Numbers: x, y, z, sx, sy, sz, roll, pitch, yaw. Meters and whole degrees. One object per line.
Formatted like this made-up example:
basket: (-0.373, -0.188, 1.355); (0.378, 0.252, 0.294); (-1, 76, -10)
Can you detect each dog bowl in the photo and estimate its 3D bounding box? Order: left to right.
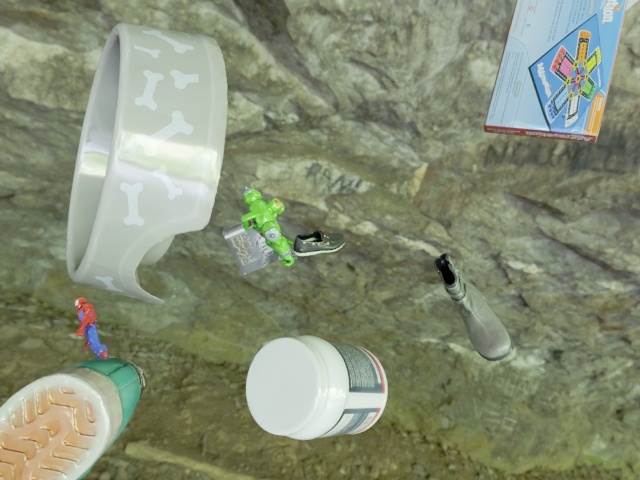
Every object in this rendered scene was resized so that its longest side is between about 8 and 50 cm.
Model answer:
dog bowl: (-0.233, -0.096, 0.566); (0.102, 0.349, 0.348); (9, 1, -35)

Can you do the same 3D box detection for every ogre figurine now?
ogre figurine: (-0.120, -0.041, 1.007); (0.096, 0.197, 0.118); (-13, -22, 4)

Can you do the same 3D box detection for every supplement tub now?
supplement tub: (0.001, 0.295, 0.917); (0.191, 0.191, 0.272); (15, -8, 36)

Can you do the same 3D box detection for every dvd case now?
dvd case: (-0.201, 0.013, 1.436); (0.221, 0.164, 0.018); (78, -15, -50)

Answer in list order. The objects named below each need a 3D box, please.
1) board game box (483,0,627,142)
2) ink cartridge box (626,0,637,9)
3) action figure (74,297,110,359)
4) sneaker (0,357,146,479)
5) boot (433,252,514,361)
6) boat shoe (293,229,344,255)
board game box: (0.339, -0.279, 0.643); (0.144, 0.282, 0.027); (13, -9, 27)
ink cartridge box: (0.724, -0.731, 1.051); (0.129, 0.310, 0.272); (16, -30, -21)
action figure: (-0.278, 0.115, 0.549); (0.115, 0.030, 0.038); (57, -27, 31)
sneaker: (-0.282, 0.213, 0.404); (0.108, 0.302, 0.121); (55, 1, 4)
boot: (0.325, 0.143, 1.014); (0.161, 0.083, 0.247); (46, 17, -26)
boat shoe: (0.001, 0.001, 0.998); (0.132, 0.042, 0.049); (-10, 32, -33)
